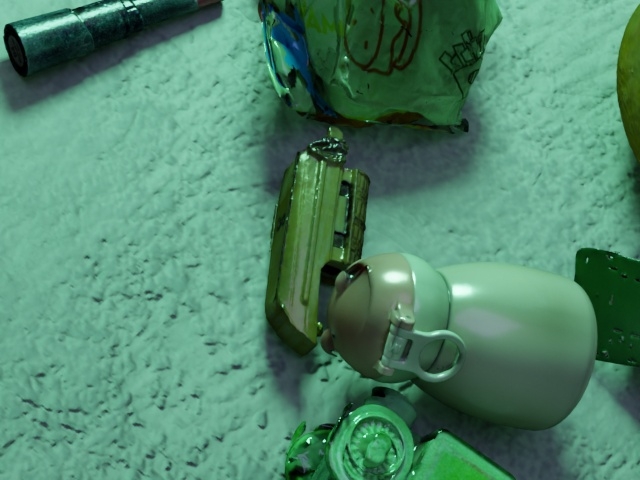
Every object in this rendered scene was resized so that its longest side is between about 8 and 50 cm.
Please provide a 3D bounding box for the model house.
[{"bbox_3d":[0.334,0.065,1.308,0.167,0.117,0.088,14,21,32],"label":"model house"}]

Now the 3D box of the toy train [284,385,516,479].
[{"bbox_3d":[0.044,0.254,1.138,0.188,0.132,0.243,36,61,-7],"label":"toy train"}]

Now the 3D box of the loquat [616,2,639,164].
[{"bbox_3d":[0.438,-0.149,1.359,0.275,0.275,0.274,6,65,-13],"label":"loquat"}]

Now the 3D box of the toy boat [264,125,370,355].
[{"bbox_3d":[0.000,0.000,1.272,0.088,0.068,0.226,15,62,-18],"label":"toy boat"}]

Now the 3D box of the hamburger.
[{"bbox_3d":[0.075,-0.238,1.320,0.261,0.150,0.276,17,82,-19],"label":"hamburger"}]

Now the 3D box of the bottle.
[{"bbox_3d":[0.114,0.081,1.203,0.237,0.147,0.147,14,63,-20],"label":"bottle"}]

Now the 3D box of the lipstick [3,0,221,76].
[{"bbox_3d":[-0.196,-0.219,1.332,0.234,0.053,0.053,-21,74,-27],"label":"lipstick"}]
